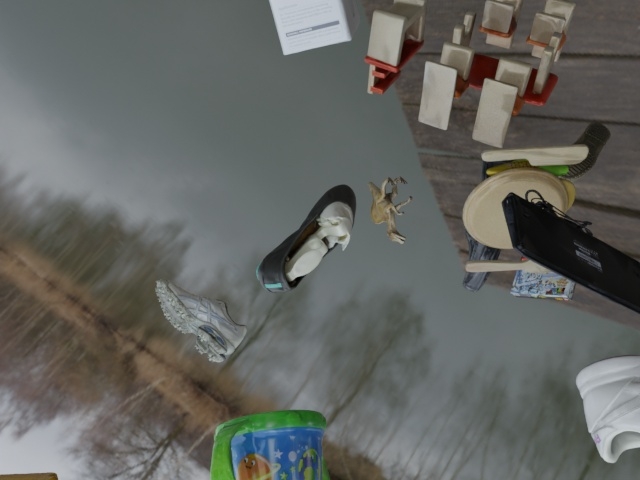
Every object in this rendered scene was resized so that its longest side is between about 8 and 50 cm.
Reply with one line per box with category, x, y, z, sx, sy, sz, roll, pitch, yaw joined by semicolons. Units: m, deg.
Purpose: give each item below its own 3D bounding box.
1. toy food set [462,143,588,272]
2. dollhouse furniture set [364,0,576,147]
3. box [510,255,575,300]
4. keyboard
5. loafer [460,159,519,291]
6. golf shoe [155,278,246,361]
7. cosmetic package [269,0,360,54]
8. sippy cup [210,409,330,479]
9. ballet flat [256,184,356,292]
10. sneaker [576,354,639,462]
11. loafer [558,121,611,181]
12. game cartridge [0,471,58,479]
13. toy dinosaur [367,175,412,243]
toy food set;0.237;-0.041;0.732;0.132;0.039;0.192;-1;131;2
dollhouse furniture set;0.201;-0.248;0.862;0.259;0.262;0.135;23;140;21
box;0.489;0.081;1.322;0.027;0.094;0.137;34;160;-32
keyboard;0.251;0.017;0.606;0.192;0.100;0.038;25;137;-20
loafer;0.261;-0.029;0.977;0.078;0.223;0.076;17;-177;12
golf shoe;-0.202;0.122;1.026;0.176;0.086;0.069;44;140;10
cosmetic package;-0.020;-0.500;1.162;0.138;0.224;0.225;-8;116;13
sippy cup;-0.092;0.484;1.241;0.305;0.224;0.240;3;152;-23
ballet flat;0.000;0.000;1.147;0.096;0.280;0.095;7;139;52
sneaker;0.476;0.202;0.745;0.114;0.152;0.305;34;137;-30
loafer;0.433;-0.137;1.016;0.056;0.148;0.050;42;157;17
game cartridge;-0.552;0.391;0.804;0.285;0.323;0.053;-16;88;33
toy dinosaur;0.120;-0.079;1.147;0.053;0.183;0.093;12;130;-32
